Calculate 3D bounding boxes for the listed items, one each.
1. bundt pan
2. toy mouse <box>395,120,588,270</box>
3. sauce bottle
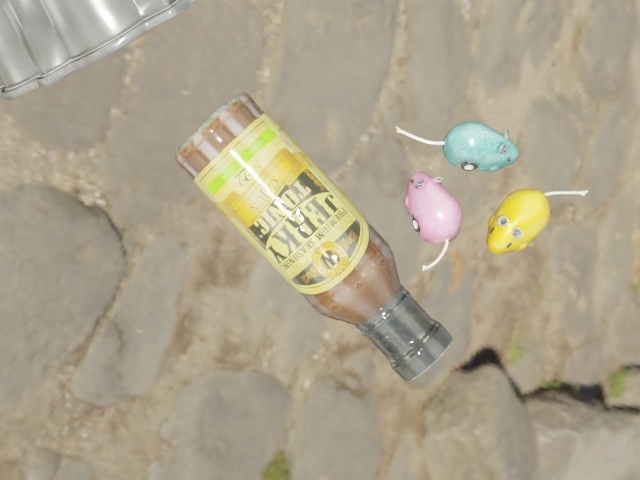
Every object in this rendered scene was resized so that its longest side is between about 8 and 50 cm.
[{"bbox_3d":[-0.191,-0.267,1.133,0.331,0.331,0.124,-47,116,-37],"label":"bundt pan"},{"bbox_3d":[0.113,-0.049,0.970,0.161,0.143,0.031,-38,167,-23],"label":"toy mouse"},{"bbox_3d":[0.000,0.000,1.290,0.111,0.344,0.111,-45,-177,3],"label":"sauce bottle"}]
